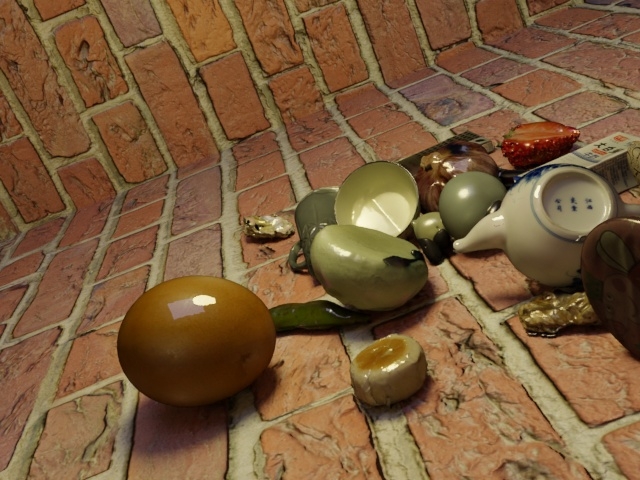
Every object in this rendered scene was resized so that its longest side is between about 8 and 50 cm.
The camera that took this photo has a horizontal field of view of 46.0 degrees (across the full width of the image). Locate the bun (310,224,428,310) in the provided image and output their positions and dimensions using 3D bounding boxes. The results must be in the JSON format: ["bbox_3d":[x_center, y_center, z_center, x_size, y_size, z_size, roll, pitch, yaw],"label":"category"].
[{"bbox_3d":[0.102,0.081,1.723,0.283,0.179,0.283,14,17,-4],"label":"bun"}]

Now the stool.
[{"bbox_3d":[0.577,0.057,1.216,0.178,0.272,0.272,-27,22,-20],"label":"stool"}]

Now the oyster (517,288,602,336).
[{"bbox_3d":[0.535,0.109,1.408,0.345,0.078,0.128,-13,15,29],"label":"oyster"}]

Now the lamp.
[{"bbox_3d":[0.347,-0.060,1.838,0.244,0.198,0.198,-36,15,27],"label":"lamp"}]

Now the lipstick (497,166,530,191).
[{"bbox_3d":[0.490,-0.158,2.034,0.081,0.081,0.299,-36,24,-30],"label":"lipstick"}]

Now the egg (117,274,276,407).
[{"bbox_3d":[-0.267,0.216,1.628,0.351,0.282,0.282,-5,26,15],"label":"egg"}]

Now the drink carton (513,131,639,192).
[{"bbox_3d":[0.649,-0.155,1.850,0.315,0.106,0.130,-23,24,-6],"label":"drink carton"}]

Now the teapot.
[{"bbox_3d":[0.488,-0.018,1.544,0.424,0.280,0.252,-3,65,1],"label":"teapot"}]

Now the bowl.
[{"bbox_3d":[0.165,-0.082,2.011,0.237,0.126,0.238,-8,69,21],"label":"bowl"}]

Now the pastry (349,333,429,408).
[{"bbox_3d":[0.129,0.247,1.442,0.166,0.088,0.166,-18,21,7],"label":"pastry"}]

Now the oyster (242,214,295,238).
[{"bbox_3d":[-0.174,-0.034,2.407,0.209,0.072,0.133,9,26,18],"label":"oyster"}]

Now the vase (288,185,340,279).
[{"bbox_3d":[0.000,0.000,2.077,0.251,0.156,0.301,-45,22,19],"label":"vase"}]

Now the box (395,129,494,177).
[{"bbox_3d":[0.371,-0.257,2.417,0.325,0.047,0.180,-25,23,-5],"label":"box"}]

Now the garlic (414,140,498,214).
[{"bbox_3d":[0.345,-0.168,2.009,0.245,0.160,0.245,-28,42,28],"label":"garlic"}]

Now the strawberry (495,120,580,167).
[{"bbox_3d":[0.631,-0.277,2.156,0.228,0.098,0.174,-7,28,26],"label":"strawberry"}]

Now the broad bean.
[{"bbox_3d":[-0.034,0.178,1.784,0.339,0.061,0.077,-8,31,33],"label":"broad bean"}]

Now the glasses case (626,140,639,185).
[{"bbox_3d":[0.774,-0.124,1.613,0.085,0.137,0.355,-29,22,2],"label":"glasses case"}]
